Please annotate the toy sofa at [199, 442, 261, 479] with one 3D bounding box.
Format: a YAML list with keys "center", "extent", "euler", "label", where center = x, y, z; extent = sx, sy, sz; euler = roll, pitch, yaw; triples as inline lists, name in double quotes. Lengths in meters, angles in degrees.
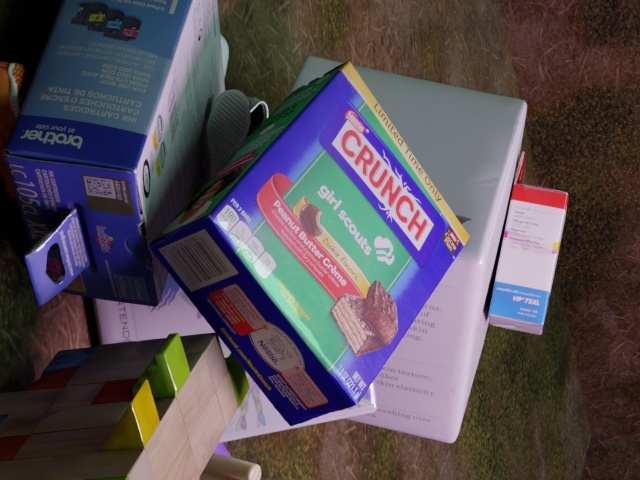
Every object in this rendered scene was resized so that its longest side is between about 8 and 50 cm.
- center: [-0.091, 0.392, 1.991]
  extent: [0.177, 0.150, 0.362]
  euler: [-60, 143, -28]
  label: "toy sofa"

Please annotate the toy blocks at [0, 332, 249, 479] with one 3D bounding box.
- center: [-0.255, 0.214, 1.562]
  extent: [0.381, 0.261, 0.190]
  euler: [-60, 140, -62]
  label: "toy blocks"

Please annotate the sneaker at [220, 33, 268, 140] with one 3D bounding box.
- center: [-0.124, -0.185, 2.005]
  extent: [0.094, 0.151, 0.256]
  euler: [61, 34, -44]
  label: "sneaker"

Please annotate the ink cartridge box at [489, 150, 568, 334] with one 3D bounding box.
- center: [0.291, 0.005, 2.087]
  extent: [0.134, 0.078, 0.231]
  euler: [52, 49, -78]
  label: "ink cartridge box"

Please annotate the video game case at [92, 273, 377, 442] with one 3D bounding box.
- center: [-0.107, 0.097, 1.851]
  extent: [0.036, 0.329, 0.299]
  euler: [-140, -139, -73]
  label: "video game case"

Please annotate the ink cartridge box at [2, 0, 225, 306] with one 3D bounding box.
- center: [-0.224, -0.112, 1.677]
  extent: [0.270, 0.151, 0.395]
  euler: [90, 10, -56]
  label: "ink cartridge box"

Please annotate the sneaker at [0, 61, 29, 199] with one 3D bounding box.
- center: [-0.341, -0.120, 1.621]
  extent: [0.064, 0.067, 0.175]
  euler: [-83, 174, -52]
  label: "sneaker"

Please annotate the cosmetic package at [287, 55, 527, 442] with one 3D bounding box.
- center: [0.084, 0.016, 2.122]
  extent: [0.393, 0.329, 0.327]
  euler: [93, 14, -47]
  label: "cosmetic package"

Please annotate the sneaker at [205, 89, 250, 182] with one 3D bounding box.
- center: [-0.114, -0.113, 1.809]
  extent: [0.070, 0.051, 0.134]
  euler: [-153, -113, -81]
  label: "sneaker"

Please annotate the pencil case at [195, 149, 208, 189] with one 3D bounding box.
- center: [-0.175, -0.095, 1.877]
  extent: [0.070, 0.152, 0.064]
  euler: [-87, -175, -80]
  label: "pencil case"

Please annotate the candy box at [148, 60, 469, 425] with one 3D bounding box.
- center: [0.000, 0.000, 1.695]
  extent: [0.268, 0.122, 0.317]
  euler: [53, 45, -16]
  label: "candy box"
